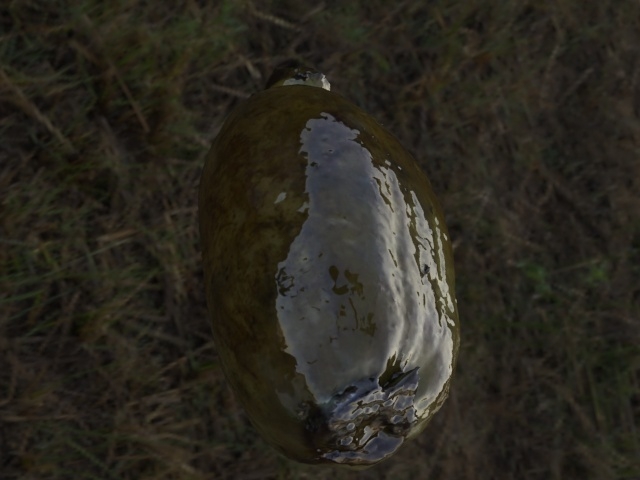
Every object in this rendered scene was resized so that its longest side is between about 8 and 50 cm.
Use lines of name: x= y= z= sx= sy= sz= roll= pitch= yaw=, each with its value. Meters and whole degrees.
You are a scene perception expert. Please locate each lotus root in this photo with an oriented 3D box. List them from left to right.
lotus root: x=0.000 y=0.000 z=0.644 sx=0.145 sy=0.128 sz=0.260 roll=51 pitch=20 yaw=-45
